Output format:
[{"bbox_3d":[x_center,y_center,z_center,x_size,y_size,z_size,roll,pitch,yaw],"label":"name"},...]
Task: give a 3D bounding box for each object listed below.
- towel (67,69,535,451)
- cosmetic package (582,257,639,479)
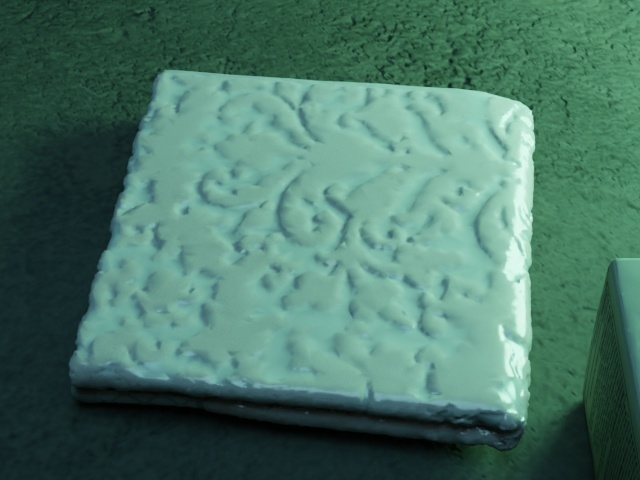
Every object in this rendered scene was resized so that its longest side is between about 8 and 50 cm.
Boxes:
[{"bbox_3d":[0.000,0.000,0.939,0.316,0.053,0.332,5,47,5],"label":"towel"},{"bbox_3d":[0.238,0.166,0.721,0.129,0.153,0.296,1,49,2],"label":"cosmetic package"}]
